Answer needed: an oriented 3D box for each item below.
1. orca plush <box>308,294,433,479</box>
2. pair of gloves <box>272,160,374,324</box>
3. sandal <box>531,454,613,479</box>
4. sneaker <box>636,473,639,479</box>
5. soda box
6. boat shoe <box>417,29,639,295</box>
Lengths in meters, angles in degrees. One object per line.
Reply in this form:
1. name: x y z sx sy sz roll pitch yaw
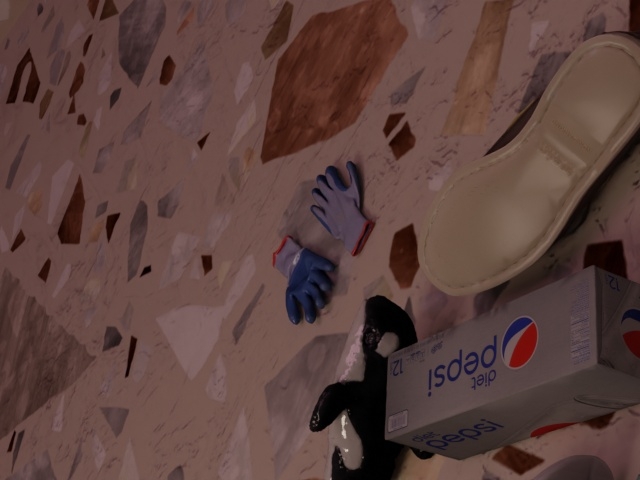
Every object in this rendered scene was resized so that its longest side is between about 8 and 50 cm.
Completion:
1. orca plush: 0.058 0.207 1.402 0.102 0.151 0.287 18 86 29
2. pair of gloves: 0.000 0.000 1.687 0.198 0.023 0.159 -61 32 18
3. sandal: 0.153 0.284 1.199 0.265 0.102 0.076 -64 33 15
4. sneaker: 0.209 0.255 1.066 0.319 0.127 0.208 10 78 35
5. soda box: 0.181 0.118 1.249 0.286 0.098 0.091 -29 49 49
6. boat shoe: 0.212 -0.070 1.306 0.116 0.097 0.324 45 125 12
